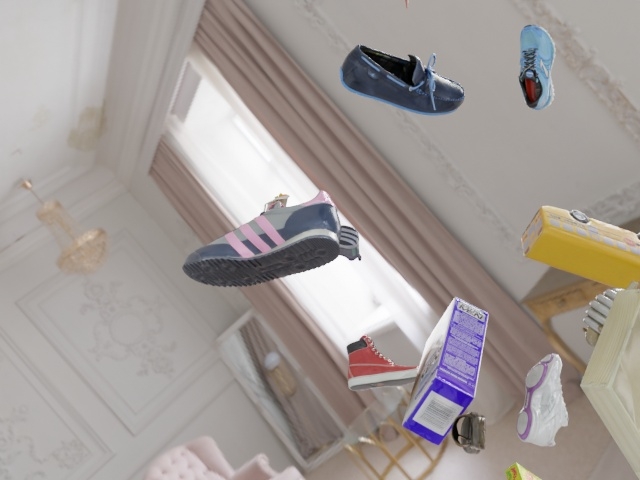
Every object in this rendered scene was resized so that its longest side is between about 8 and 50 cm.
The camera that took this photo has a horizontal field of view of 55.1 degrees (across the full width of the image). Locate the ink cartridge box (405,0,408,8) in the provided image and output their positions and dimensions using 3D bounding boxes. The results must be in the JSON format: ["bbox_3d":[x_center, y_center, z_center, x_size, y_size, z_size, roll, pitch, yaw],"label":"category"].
[{"bbox_3d":[0.112,-0.675,1.196,0.308,0.091,0.385,83,-176,-45],"label":"ink cartridge box"}]

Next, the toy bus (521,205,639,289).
[{"bbox_3d":[0.661,0.023,1.472,0.130,0.332,0.108,-75,4,-53],"label":"toy bus"}]

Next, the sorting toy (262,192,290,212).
[{"bbox_3d":[-0.138,-0.102,1.824,0.075,0.045,0.083,-22,-37,-38],"label":"sorting toy"}]

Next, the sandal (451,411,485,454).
[{"bbox_3d":[0.306,0.405,1.286,0.060,0.090,0.219,-1,-16,7],"label":"sandal"}]

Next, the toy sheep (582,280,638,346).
[{"bbox_3d":[0.499,0.126,1.043,0.132,0.091,0.091,-52,-1,7],"label":"toy sheep"}]

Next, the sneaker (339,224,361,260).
[{"bbox_3d":[0.000,0.000,1.561,0.083,0.223,0.098,-52,-34,-28],"label":"sneaker"}]

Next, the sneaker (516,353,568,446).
[{"bbox_3d":[0.750,0.528,2.027,0.114,0.152,0.305,152,139,-77],"label":"sneaker"}]

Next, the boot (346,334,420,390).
[{"bbox_3d":[0.204,0.378,1.967,0.244,0.176,0.088,-7,-32,9],"label":"boot"}]

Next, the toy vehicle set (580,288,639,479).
[{"bbox_3d":[0.442,0.217,0.812,0.035,0.267,0.166,-11,32,51],"label":"toy vehicle set"}]

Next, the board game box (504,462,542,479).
[{"bbox_3d":[0.552,0.648,1.544,0.043,0.181,0.092,-48,15,22],"label":"board game box"}]

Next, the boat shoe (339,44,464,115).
[{"bbox_3d":[0.167,-0.300,1.151,0.258,0.109,0.089,3,-38,-23],"label":"boat shoe"}]

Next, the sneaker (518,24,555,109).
[{"bbox_3d":[0.408,-0.327,1.165,0.063,0.162,0.073,-3,16,39],"label":"sneaker"}]

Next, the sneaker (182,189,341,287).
[{"bbox_3d":[-0.107,-0.001,1.135,0.318,0.112,0.131,-12,53,20],"label":"sneaker"}]

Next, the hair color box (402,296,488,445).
[{"bbox_3d":[0.316,0.313,1.524,0.185,0.110,0.339,-66,-8,32],"label":"hair color box"}]
